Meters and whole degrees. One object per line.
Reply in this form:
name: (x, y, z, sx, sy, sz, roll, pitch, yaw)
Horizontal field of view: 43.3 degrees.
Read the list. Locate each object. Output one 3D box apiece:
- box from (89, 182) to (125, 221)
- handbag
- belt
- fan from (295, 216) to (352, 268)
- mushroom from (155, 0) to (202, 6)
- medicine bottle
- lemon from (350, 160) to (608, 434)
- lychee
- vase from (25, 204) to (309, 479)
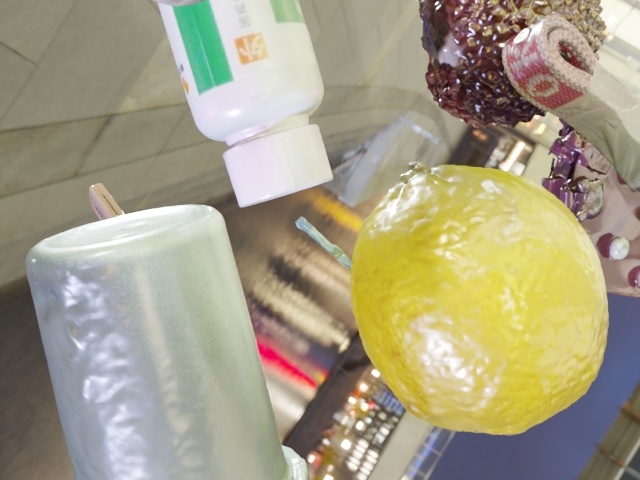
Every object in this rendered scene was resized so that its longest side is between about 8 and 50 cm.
box: (-0.319, -0.036, 1.228, 0.025, 0.115, 0.048, -21, 145, -33)
handbag: (0.338, -0.040, 0.941, 0.216, 0.074, 0.203, 9, 96, -38)
belt: (0.251, -0.109, 0.704, 0.053, 0.232, 0.071, -24, -135, 52)
fan: (0.000, 0.000, 1.104, 0.016, 0.038, 0.193, -42, -156, -3)
mushroom: (-0.052, -0.143, 0.369, 0.085, 0.079, 0.085, -43, 158, -22)
medicine bottle: (-0.061, -0.155, 0.546, 0.095, 0.260, 0.095, -16, -179, 0)
lemon: (0.120, 0.044, 0.623, 0.192, 0.231, 0.192, -22, -173, 3)
lychee: (0.184, -0.203, 0.788, 0.188, 0.188, 0.188, -57, 173, -10)
vase: (-0.156, 0.126, 0.747, 0.245, 0.245, 0.291, -43, 124, -65)
